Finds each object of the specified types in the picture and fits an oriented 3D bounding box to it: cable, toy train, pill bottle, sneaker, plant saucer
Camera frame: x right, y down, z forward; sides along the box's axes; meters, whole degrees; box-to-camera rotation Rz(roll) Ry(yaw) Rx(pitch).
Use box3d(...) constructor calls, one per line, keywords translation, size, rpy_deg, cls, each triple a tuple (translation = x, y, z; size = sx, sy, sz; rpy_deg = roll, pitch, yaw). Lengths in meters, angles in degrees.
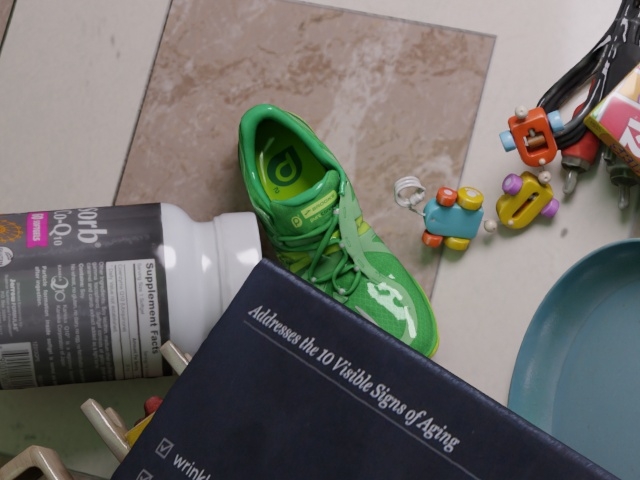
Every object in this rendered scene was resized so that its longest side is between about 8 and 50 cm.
box3d(translation=(0.286, -0.169, 1.600), size=(0.139, 0.072, 0.287), rpy_deg=(5, 65, 31), cls="cable")
box3d(translation=(0.152, -0.061, 1.569), size=(0.166, 0.125, 0.046), rpy_deg=(-25, 35, 10), cls="toy train")
box3d(translation=(-0.193, 0.048, 1.565), size=(0.278, 0.162, 0.162), rpy_deg=(-5, 76, -6), cls="pill bottle")
box3d(translation=(0.000, 0.000, 1.575), size=(0.109, 0.123, 0.295), rpy_deg=(-35, 73, 3), cls="sneaker")
box3d(translation=(0.270, 0.157, 1.431), size=(0.317, 0.043, 0.318), rpy_deg=(-14, 73, 56), cls="plant saucer")

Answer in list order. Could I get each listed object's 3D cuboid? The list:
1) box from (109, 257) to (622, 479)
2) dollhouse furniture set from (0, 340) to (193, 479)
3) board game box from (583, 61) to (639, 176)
box3d(translation=(0.040, 0.342, 1.275), size=(0.480, 0.297, 0.472), rpy_deg=(31, 87, 46), cls="box")
box3d(translation=(-0.213, 0.273, 1.522), size=(0.374, 0.201, 0.152), rpy_deg=(-36, 72, 1), cls="dollhouse furniture set")
box3d(translation=(0.368, -0.060, 1.514), size=(0.259, 0.039, 0.124), rpy_deg=(45, 80, 1), cls="board game box")
